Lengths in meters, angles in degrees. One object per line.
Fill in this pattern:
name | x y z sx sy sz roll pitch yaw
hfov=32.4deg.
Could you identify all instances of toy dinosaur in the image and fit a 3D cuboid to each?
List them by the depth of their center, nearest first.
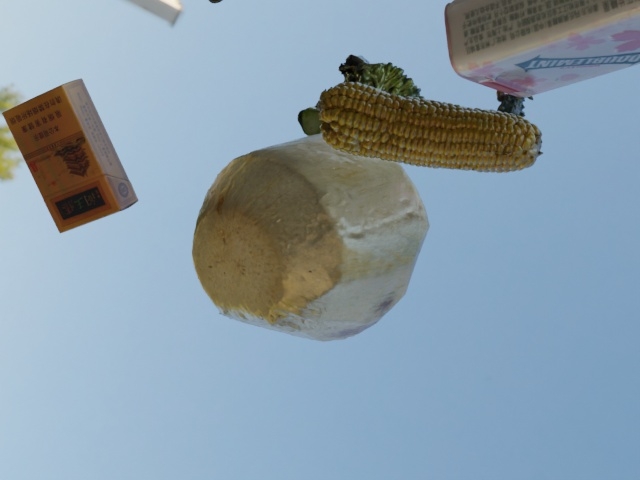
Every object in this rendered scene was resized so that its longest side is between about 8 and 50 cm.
toy dinosaur | 0.269 -0.177 1.619 0.154 0.049 0.055 -61 -149 5

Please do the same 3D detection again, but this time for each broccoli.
broccoli | 0.056 -0.245 2.187 0.263 0.243 0.246 -25 -100 44

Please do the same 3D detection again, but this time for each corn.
corn | 0.149 -0.146 1.510 0.102 0.313 0.101 13 90 -82

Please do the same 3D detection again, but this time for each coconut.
coconut | 0.000 0.000 1.889 0.415 0.416 0.344 -138 -131 -60

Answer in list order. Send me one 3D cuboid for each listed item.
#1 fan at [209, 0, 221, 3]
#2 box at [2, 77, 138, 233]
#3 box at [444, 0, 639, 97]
fan | -0.154 -0.450 1.813 0.133 0.005 0.085 -52 -131 30
box | -0.503 -0.169 2.226 0.174 0.274 0.076 -17 -168 31
box | 0.345 -0.269 1.256 0.370 0.190 0.112 -14 -102 37
